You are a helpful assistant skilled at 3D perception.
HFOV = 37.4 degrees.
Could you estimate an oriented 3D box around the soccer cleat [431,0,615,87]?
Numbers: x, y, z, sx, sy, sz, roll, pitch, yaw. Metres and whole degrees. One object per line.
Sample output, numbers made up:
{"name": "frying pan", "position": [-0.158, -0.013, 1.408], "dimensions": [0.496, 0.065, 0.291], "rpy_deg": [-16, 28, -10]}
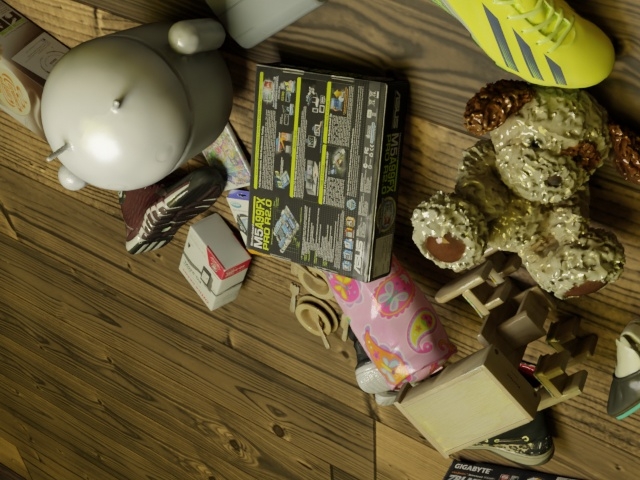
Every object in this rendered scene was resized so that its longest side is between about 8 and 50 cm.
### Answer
{"name": "soccer cleat", "position": [0.194, -0.249, 0.972], "dimensions": [0.289, 0.093, 0.121], "rpy_deg": [31, 167, -12]}

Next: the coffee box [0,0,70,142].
{"name": "coffee box", "position": [-0.502, -0.284, 1.639], "dimensions": [0.246, 0.098, 0.141], "rpy_deg": [35, 144, 9]}

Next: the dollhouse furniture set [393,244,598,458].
{"name": "dollhouse furniture set", "position": [0.227, 0.154, 1.285], "dimensions": [0.212, 0.242, 0.161], "rpy_deg": [47, 132, -9]}

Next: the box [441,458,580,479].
{"name": "box", "position": [0.394, 0.527, 1.671], "dimensions": [0.293, 0.073, 0.296], "rpy_deg": [0, 128, 44]}

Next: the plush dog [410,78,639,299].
{"name": "plush dog", "position": [0.253, -0.083, 1.112], "dimensions": [0.262, 0.211, 0.225], "rpy_deg": [16, 130, -11]}

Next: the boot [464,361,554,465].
{"name": "boot", "position": [0.257, 0.256, 1.508], "dimensions": [0.236, 0.085, 0.179], "rpy_deg": [12, 133, 26]}

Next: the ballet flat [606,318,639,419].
{"name": "ballet flat", "position": [0.445, 0.130, 1.203], "dimensions": [0.096, 0.095, 0.280], "rpy_deg": [49, 135, 7]}

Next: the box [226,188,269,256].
{"name": "box", "position": [-0.106, -0.033, 1.593], "dimensions": [0.081, 0.028, 0.136], "rpy_deg": [10, 131, 37]}

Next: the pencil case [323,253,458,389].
{"name": "pencil case", "position": [0.083, 0.076, 1.386], "dimensions": [0.284, 0.124, 0.124], "rpy_deg": [58, 147, 15]}

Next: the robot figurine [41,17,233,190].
{"name": "robot figurine", "position": [-0.245, -0.186, 1.288], "dimensions": [0.199, 0.353, 0.300], "rpy_deg": [41, 113, -2]}

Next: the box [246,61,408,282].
{"name": "box", "position": [0.004, -0.097, 1.296], "dimensions": [0.216, 0.060, 0.270], "rpy_deg": [14, 108, 33]}

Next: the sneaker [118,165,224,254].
{"name": "sneaker", "position": [-0.279, -0.098, 1.611], "dimensions": [0.281, 0.106, 0.163], "rpy_deg": [-35, 73, 44]}

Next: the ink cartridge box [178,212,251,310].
{"name": "ink cartridge box", "position": [-0.191, 0.041, 1.698], "dimensions": [0.109, 0.063, 0.150], "rpy_deg": [50, 147, 17]}

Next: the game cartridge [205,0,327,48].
{"name": "game cartridge", "position": [-0.119, -0.401, 1.200], "dimensions": [0.297, 0.062, 0.198], "rpy_deg": [53, 147, -15]}

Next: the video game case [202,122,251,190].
{"name": "video game case", "position": [-0.157, -0.140, 1.527], "dimensions": [0.087, 0.011, 0.122], "rpy_deg": [-8, 114, 47]}

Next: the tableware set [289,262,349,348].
{"name": "tableware set", "position": [-0.008, 0.104, 1.633], "dimensions": [0.128, 0.039, 0.194], "rpy_deg": [27, 142, 19]}

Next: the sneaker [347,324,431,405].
{"name": "sneaker", "position": [0.115, 0.178, 1.547], "dimensions": [0.101, 0.153, 0.268], "rpy_deg": [-16, 159, 12]}
